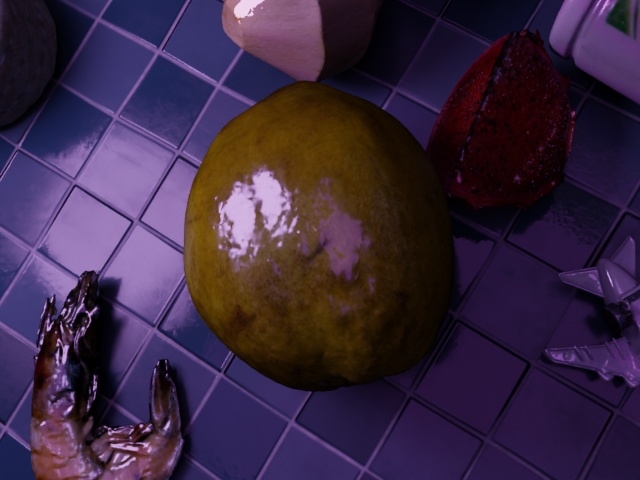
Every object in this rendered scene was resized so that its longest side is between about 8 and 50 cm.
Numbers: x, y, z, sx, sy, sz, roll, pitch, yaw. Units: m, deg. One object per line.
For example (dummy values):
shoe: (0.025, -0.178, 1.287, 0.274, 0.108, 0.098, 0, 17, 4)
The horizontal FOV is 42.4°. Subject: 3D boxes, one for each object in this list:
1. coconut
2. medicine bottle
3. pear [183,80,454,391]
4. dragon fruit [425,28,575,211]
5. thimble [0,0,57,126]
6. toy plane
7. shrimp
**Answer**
coconut: (-0.031, -0.352, 1.163, 0.259, 0.259, 0.259, -2, 79, 11)
medicine bottle: (0.487, -0.259, 1.069, 0.325, 0.212, 0.212, 37, 88, 16)
pear: (0.000, 0.000, 1.059, 0.351, 0.352, 0.414, -21, 66, 7)
dragon fruit: (0.242, -0.154, 1.138, 0.189, 0.163, 0.262, 17, 81, 44)
thimble: (-0.581, -0.312, 1.300, 0.291, 0.195, 0.292, -3, 80, 16)
toy plane: (0.425, 0.124, 1.067, 0.251, 0.101, 0.255, -28, 76, -7)
shrimp: (-0.310, 0.226, 1.218, 0.233, 0.071, 0.365, 1, 79, 2)
